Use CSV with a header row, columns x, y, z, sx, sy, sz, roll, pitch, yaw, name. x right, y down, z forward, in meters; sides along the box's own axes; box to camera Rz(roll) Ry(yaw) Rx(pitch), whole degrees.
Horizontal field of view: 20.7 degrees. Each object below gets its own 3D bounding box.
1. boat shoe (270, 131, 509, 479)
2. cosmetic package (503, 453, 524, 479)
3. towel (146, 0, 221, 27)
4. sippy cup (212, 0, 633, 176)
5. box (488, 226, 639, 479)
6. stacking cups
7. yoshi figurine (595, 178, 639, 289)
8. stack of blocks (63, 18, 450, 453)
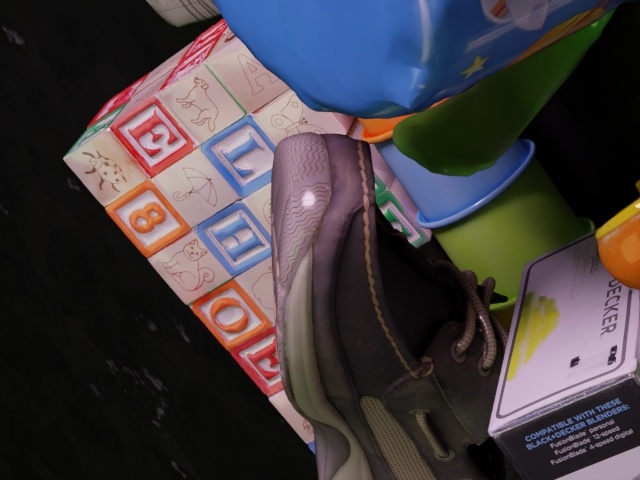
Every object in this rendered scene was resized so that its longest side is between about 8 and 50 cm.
x,y,z,sx,sy,sz,roll,pitch,yaw,name
0.049,0.055,1.000,0.355,0.130,0.132,76,-172,-56,boat shoe
0.144,0.358,1.190,0.393,0.329,0.327,58,151,-12,cosmetic package
-0.108,-0.271,1.084,0.324,0.056,0.312,46,154,-25,towel
0.062,-0.176,0.822,0.240,0.224,0.305,-5,118,58,sippy cup
0.213,0.143,0.964,0.087,0.169,0.290,-26,113,27,box
0.071,-0.055,1.043,0.316,0.096,0.096,52,152,-13,stacking cups
0.278,0.108,0.885,0.362,0.203,0.203,49,167,1,yoshi figurine
0.000,0.000,1.138,0.171,0.087,0.297,-30,108,29,stack of blocks
